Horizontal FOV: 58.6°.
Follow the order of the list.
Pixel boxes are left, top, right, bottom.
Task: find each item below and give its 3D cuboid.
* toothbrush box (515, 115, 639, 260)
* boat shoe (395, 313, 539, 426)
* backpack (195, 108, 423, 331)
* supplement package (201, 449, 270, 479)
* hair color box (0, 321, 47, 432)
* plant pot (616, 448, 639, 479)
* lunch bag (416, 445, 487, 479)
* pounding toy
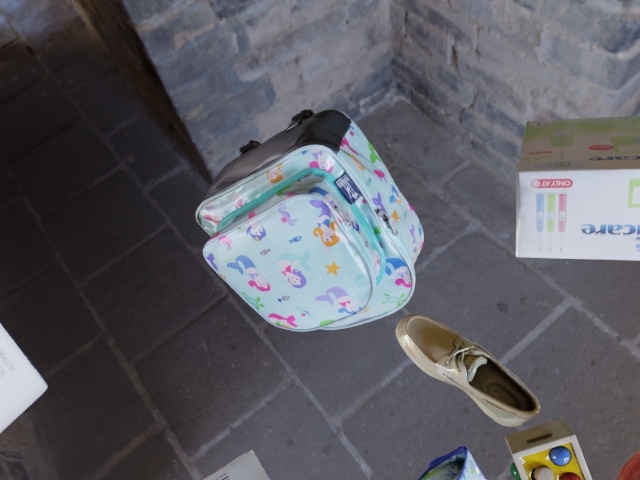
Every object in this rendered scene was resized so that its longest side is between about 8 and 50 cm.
[{"bbox_3d":[0.382,-0.082,0.779,0.206,0.122,0.283,2,25,23],"label":"toothbrush box"},{"bbox_3d":[0.283,0.239,1.105,0.302,0.098,0.109,39,68,14],"label":"boat shoe"},{"bbox_3d":[0.000,0.000,0.700,0.225,0.253,0.191,-24,33,31],"label":"backpack"},{"bbox_3d":[-0.184,0.640,1.329,0.149,0.194,0.203,-22,64,-32],"label":"supplement package"},{"bbox_3d":[-0.287,0.115,0.183,0.105,0.174,0.347,27,53,21],"label":"hair color box"},{"bbox_3d":[0.414,0.364,0.557,0.272,0.265,0.272,5,99,34],"label":"plant pot"},{"bbox_3d":[0.253,0.486,1.084,0.151,0.129,0.096,-40,25,-21],"label":"lunch bag"},{"bbox_3d":[0.389,0.408,0.991,0.141,0.100,0.130,-21,93,8],"label":"pounding toy"}]
